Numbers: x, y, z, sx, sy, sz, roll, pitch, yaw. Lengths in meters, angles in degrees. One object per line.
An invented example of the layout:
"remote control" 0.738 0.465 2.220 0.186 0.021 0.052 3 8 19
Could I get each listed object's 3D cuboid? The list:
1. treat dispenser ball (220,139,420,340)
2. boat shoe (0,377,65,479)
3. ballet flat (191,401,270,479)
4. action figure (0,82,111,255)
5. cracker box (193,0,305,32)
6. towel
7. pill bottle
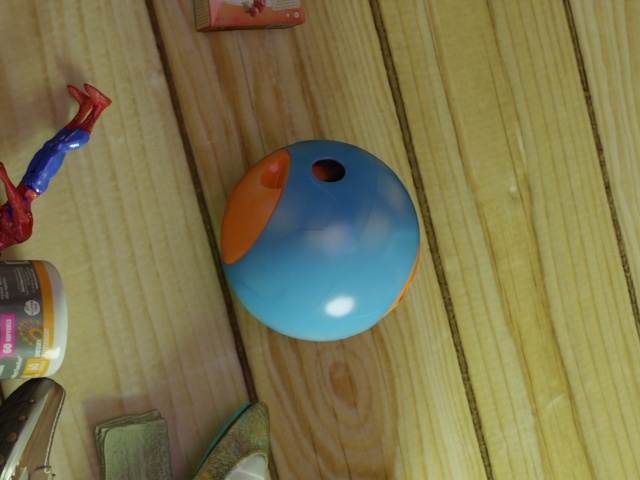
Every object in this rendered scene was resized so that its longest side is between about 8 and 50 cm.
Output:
"treat dispenser ball" 0.000 0.000 1.961 0.288 0.288 0.288 0 90 -26
"boat shoe" -0.416 0.343 1.861 0.116 0.123 0.324 26 83 -32
"ballet flat" -0.155 0.396 1.974 0.123 0.123 0.348 44 74 -19
"action figure" -0.416 -0.106 1.870 0.139 0.091 0.280 33 75 -29
"cracker box" -0.114 -0.430 2.030 0.156 0.067 0.232 -7 92 -26
"towel" -0.266 0.325 1.975 0.110 0.027 0.148 -9 93 -26
"pill bottle" -0.485 0.107 1.795 0.278 0.162 0.162 -2 90 -26
